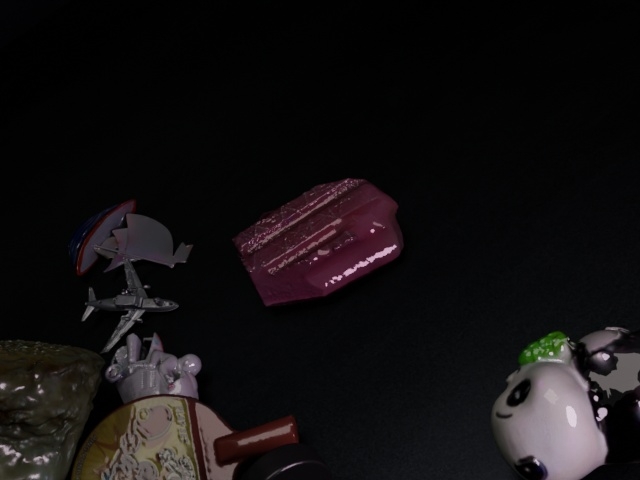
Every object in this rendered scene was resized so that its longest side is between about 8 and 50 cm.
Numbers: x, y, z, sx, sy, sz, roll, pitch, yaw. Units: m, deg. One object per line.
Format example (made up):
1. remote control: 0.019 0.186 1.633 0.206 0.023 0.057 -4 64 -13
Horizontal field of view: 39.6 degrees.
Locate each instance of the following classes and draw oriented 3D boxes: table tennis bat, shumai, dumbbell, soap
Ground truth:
1. table tennis bat: -0.236 0.384 1.525 0.414 0.051 0.268 -17 64 5
2. shumai: -0.559 0.336 1.560 0.324 0.397 0.323 2 86 2
3. dumbbell: -0.019 0.427 1.334 0.152 0.152 0.218 -36 42 -9
4. soap: 0.000 0.000 1.765 0.325 0.127 0.220 -31 43 -4

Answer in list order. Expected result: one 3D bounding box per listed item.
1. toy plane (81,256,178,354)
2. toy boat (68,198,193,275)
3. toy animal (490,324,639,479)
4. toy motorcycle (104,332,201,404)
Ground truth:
1. toy plane: -0.410 0.137 1.898 0.226 0.058 0.226 -5 63 24
2. toy boat: -0.437 -0.014 2.059 0.318 0.072 0.219 -8 49 17
3. toy animal: 0.373 0.233 1.282 0.266 0.213 0.212 -18 42 2
4. toy motorcycle: -0.302 0.269 1.680 0.171 0.110 0.260 -28 42 -8
